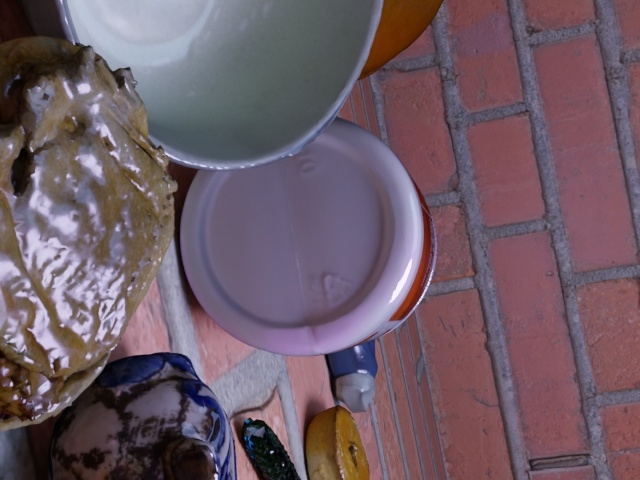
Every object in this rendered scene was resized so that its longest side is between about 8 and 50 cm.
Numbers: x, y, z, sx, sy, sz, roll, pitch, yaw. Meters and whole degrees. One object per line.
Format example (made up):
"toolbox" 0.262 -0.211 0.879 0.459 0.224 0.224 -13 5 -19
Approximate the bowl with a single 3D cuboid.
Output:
"bowl" -0.099 -0.219 0.557 0.307 0.163 0.307 -26 127 -40

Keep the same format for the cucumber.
"cucumber" -0.042 0.300 0.868 0.044 0.043 0.257 -90 163 -57

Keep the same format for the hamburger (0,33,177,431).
"hamburger" -0.176 -0.006 0.412 0.183 0.130 0.206 63 39 -47

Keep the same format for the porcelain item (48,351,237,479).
"porcelain item" -0.105 0.221 0.511 0.186 0.138 0.288 168 -94 -86

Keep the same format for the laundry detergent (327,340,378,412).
"laundry detergent" 0.060 0.161 1.301 0.143 0.094 0.290 65 19 -59

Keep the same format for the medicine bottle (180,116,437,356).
"medicine bottle" 0.000 0.000 0.816 0.241 0.252 0.253 17 63 -75

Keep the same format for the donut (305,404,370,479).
"donut" 0.024 0.332 1.086 0.178 0.065 0.162 56 22 -58

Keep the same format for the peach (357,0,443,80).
"peach" -0.020 -0.329 0.803 0.302 0.342 0.343 -56 135 -59

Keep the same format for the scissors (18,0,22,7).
"scissors" -0.271 -0.328 0.418 0.193 0.029 0.447 -86 163 -46
